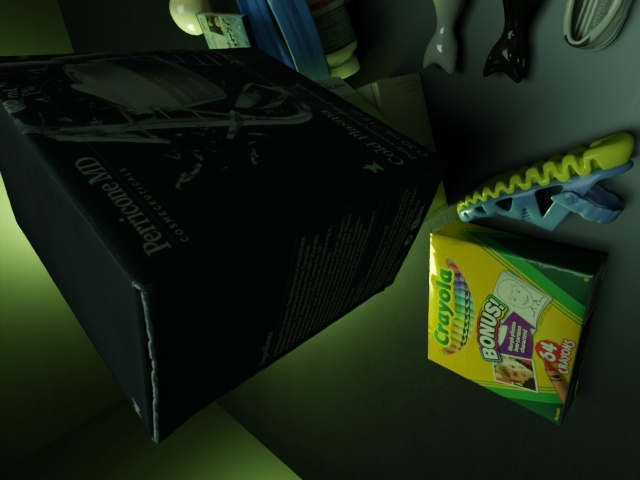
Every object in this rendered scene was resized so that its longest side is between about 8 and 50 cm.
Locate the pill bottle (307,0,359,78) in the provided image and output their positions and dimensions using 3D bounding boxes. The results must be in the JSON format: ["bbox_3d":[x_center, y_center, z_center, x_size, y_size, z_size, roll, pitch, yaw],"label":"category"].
[{"bbox_3d":[0.023,-0.463,0.928,0.108,0.108,0.180,12,138,45],"label":"pill bottle"}]

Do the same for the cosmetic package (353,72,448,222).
[{"bbox_3d":[0.167,-0.190,0.907,0.113,0.160,0.309,-2,111,50],"label":"cosmetic package"}]

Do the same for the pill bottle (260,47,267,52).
[{"bbox_3d":[-0.195,-0.541,1.181,0.120,0.067,0.067,41,137,25],"label":"pill bottle"}]

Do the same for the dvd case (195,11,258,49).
[{"bbox_3d":[-0.241,-0.523,1.121,0.253,0.022,0.180,31,151,41],"label":"dvd case"}]

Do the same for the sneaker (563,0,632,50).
[{"bbox_3d":[0.410,-0.399,0.563,0.094,0.091,0.258,24,128,38],"label":"sneaker"}]

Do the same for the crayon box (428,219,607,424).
[{"bbox_3d":[0.398,0.165,0.897,0.313,0.106,0.362,18,124,41],"label":"crayon box"}]

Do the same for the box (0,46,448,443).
[{"bbox_3d":[-0.160,-0.071,0.645,0.480,0.472,0.297,40,136,27],"label":"box"}]

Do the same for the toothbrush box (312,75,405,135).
[{"bbox_3d":[0.053,-0.157,0.832,0.283,0.122,0.206,50,140,19],"label":"toothbrush box"}]

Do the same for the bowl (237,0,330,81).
[{"bbox_3d":[-0.092,-0.479,0.945,0.391,0.077,0.391,61,176,7],"label":"bowl"}]

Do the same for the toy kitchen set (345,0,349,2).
[{"bbox_3d":[0.101,-0.617,0.810,0.122,0.166,0.207,62,178,1],"label":"toy kitchen set"}]

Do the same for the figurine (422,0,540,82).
[{"bbox_3d":[0.276,-0.398,0.727,0.215,0.092,0.209,26,134,38],"label":"figurine"}]

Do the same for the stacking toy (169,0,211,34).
[{"bbox_3d":[-0.386,-0.777,1.057,0.351,0.351,0.479,33,150,32],"label":"stacking toy"}]

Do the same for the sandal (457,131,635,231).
[{"bbox_3d":[0.399,-0.073,0.750,0.317,0.126,0.138,-16,103,53],"label":"sandal"}]
